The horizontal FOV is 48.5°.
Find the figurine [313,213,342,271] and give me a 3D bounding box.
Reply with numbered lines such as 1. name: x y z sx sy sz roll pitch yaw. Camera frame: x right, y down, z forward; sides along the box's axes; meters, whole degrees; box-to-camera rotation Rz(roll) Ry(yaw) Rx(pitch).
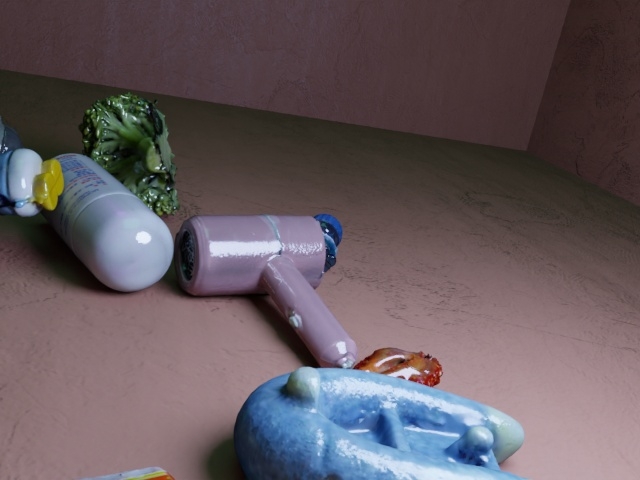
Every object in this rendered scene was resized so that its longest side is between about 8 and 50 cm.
1. figurine: 0.000 0.000 1.322 0.086 0.087 0.149 46 11 -18

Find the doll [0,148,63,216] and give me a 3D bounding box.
1. doll: -0.547 -0.069 1.049 0.314 0.141 0.177 -4 34 -2

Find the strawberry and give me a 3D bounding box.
1. strawberry: 0.094 0.170 0.920 0.152 0.048 0.104 -1 18 -42

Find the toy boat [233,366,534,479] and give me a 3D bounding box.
1. toy boat: 0.080 0.196 0.717 0.330 0.123 0.215 11 20 -6

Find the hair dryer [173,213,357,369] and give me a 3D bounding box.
1. hair dryer: -0.060 0.074 1.017 0.210 0.125 0.352 0 28 -30

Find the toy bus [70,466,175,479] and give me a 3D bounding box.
1. toy bus: -0.189 0.226 0.543 0.174 0.079 0.077 -1 13 -31

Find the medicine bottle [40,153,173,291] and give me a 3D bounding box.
1. medicine bottle: -0.340 -0.030 1.109 0.130 0.130 0.341 -3 22 -37

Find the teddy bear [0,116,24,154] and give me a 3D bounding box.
1. teddy bear: -0.678 -0.187 1.359 0.251 0.144 0.171 1 7 -37

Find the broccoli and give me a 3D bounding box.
1. broccoli: -0.371 -0.150 1.336 0.180 0.242 0.273 -13 15 -4
